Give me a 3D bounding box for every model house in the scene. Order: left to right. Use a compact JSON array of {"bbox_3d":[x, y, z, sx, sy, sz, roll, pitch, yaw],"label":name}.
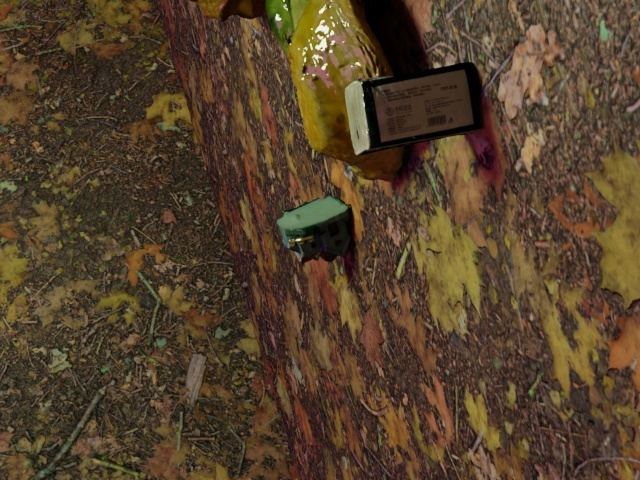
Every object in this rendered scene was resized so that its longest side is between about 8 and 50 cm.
[{"bbox_3d":[0.000,0.000,1.948,0.119,0.148,0.148,40,154,58],"label":"model house"}]

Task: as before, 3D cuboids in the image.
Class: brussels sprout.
[{"bbox_3d":[-0.033,-0.412,1.714,0.145,0.131,0.183,88,167,-50],"label":"brussels sprout"}]

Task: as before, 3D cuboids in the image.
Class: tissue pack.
[{"bbox_3d":[0.127,-0.182,1.267,0.090,0.170,0.103,-166,65,-73],"label":"tissue pack"}]

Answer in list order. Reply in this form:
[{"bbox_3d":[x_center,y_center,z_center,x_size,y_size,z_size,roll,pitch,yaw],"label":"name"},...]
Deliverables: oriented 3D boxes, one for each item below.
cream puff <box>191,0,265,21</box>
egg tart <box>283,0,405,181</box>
[{"bbox_3d":[-0.222,-0.617,2.087,0.269,0.241,0.155,47,170,-2],"label":"cream puff"},{"bbox_3d":[0.030,-0.275,1.530,0.351,0.153,0.339,89,163,-73],"label":"egg tart"}]
